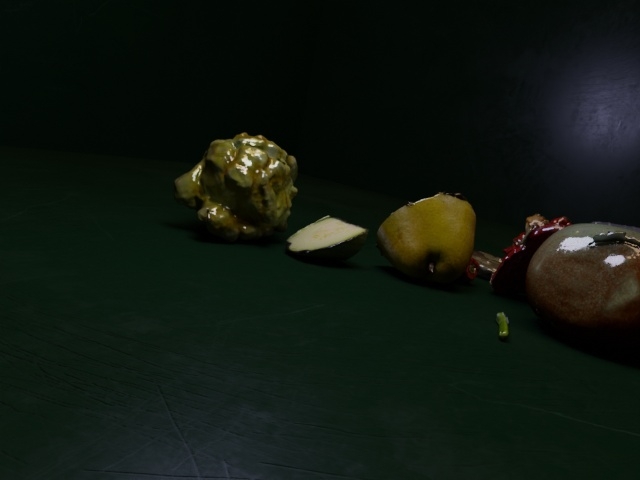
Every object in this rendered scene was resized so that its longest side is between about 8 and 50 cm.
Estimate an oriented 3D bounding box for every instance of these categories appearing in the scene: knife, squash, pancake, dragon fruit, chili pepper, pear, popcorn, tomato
[{"bbox_3d":[0.362,0.166,1.152,0.026,0.022,0.184,39,15,9],"label":"knife"},{"bbox_3d":[0.009,0.020,1.468,0.184,0.085,0.192,-26,24,-23],"label":"squash"},{"bbox_3d":[0.530,0.081,1.734,0.294,0.049,0.294,14,12,-3],"label":"pancake"},{"bbox_3d":[0.578,0.012,1.416,0.316,0.205,0.152,0,40,18],"label":"dragon fruit"},{"bbox_3d":[0.373,0.069,1.545,0.070,0.073,0.123,15,4,-15],"label":"chili pepper"},{"bbox_3d":[0.283,0.029,1.437,0.266,0.267,0.178,7,44,-23],"label":"pear"},{"bbox_3d":[-0.196,-0.139,1.526,0.274,0.279,0.335,34,3,13],"label":"popcorn"},{"bbox_3d":[0.591,0.092,1.191,0.303,0.239,0.303,13,6,-1],"label":"tomato"}]

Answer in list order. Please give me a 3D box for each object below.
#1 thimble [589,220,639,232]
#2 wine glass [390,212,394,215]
[{"bbox_3d":[0.764,0.068,1.544,0.172,0.236,0.205,9,-19,21],"label":"thimble"},{"bbox_3d":[0.353,-0.035,2.026,0.231,0.103,0.103,11,9,20],"label":"wine glass"}]
